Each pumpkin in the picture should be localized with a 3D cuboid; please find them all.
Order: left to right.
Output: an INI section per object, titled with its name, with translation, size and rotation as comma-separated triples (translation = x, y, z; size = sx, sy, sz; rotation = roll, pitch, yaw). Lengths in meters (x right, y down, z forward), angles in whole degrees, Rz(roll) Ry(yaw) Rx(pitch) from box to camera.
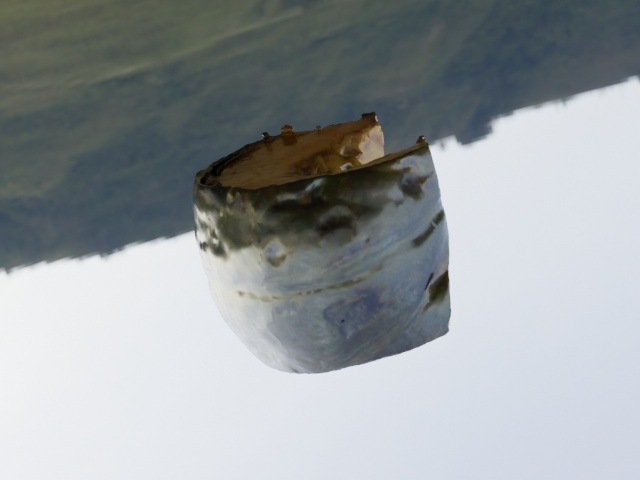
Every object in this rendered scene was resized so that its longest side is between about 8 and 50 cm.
[pumpkin]
translation = 0.000, 0.000, 1.389
size = 0.256, 0.225, 0.303
rotation = -18, -168, -5
